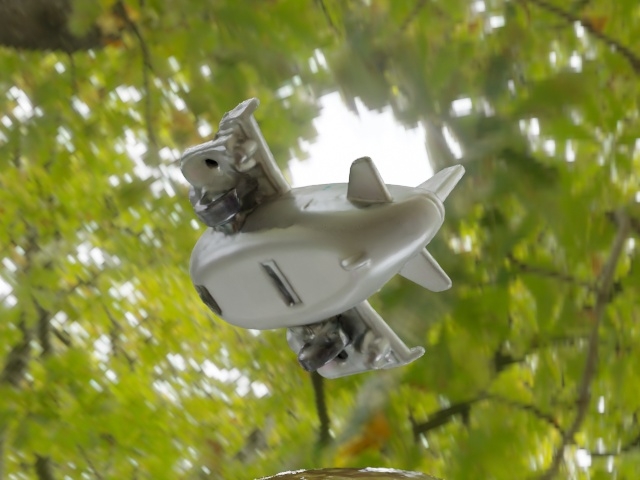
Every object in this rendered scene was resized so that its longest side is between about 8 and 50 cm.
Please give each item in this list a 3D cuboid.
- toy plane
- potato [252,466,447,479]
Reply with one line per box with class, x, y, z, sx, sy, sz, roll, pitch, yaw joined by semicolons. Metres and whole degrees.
toy plane;-0.002;0.002;1.012;0.174;0.174;0.080;24;-135;15
potato;-0.025;0.096;0.497;0.100;0.261;0.120;47;-56;40
